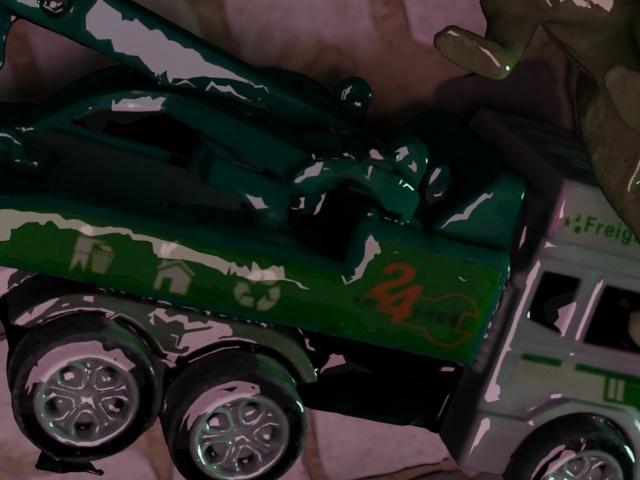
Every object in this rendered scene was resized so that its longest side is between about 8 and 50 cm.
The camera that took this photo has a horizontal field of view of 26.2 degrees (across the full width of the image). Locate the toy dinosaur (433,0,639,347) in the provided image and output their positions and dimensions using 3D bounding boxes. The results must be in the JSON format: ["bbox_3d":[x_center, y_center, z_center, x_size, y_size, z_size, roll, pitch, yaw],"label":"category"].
[{"bbox_3d":[0.118,-0.088,0.546,0.077,0.162,0.294,-26,104,41],"label":"toy dinosaur"}]

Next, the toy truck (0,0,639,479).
[{"bbox_3d":[-0.001,0.007,0.608,0.363,0.176,0.178,17,108,-21],"label":"toy truck"}]
